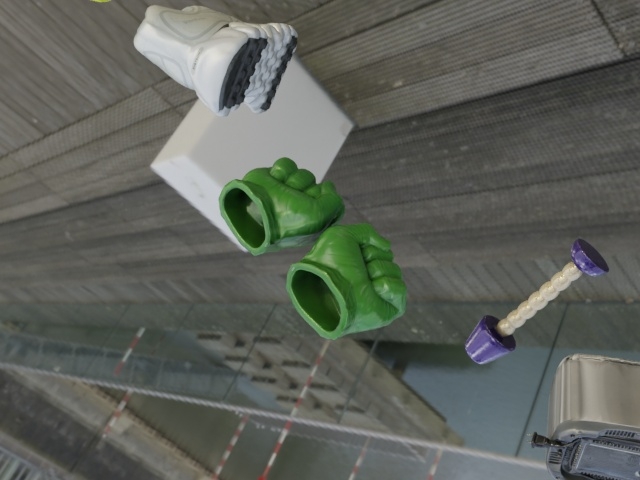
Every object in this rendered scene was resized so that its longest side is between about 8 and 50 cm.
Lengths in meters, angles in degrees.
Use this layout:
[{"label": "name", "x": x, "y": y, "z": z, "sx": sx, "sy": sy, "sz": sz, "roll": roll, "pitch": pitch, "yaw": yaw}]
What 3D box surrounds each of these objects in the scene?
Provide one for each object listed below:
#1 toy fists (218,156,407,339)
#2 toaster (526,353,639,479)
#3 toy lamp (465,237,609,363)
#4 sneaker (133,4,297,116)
[{"label": "toy fists", "x": 0.000, "y": 0.000, "z": 0.942, "sx": 0.279, "sy": 0.142, "sz": 0.096, "roll": 47, "pitch": 128, "yaw": 24}, {"label": "toaster", "x": 0.386, "y": 0.241, "z": 0.963, "sx": 0.227, "sy": 0.146, "sz": 0.129, "roll": 8, "pitch": 128, "yaw": 11}, {"label": "toy lamp", "x": 0.352, "y": 0.111, "z": 1.224, "sx": 0.080, "sy": 0.080, "sz": 0.274, "roll": 36, "pitch": 120, "yaw": -15}, {"label": "sneaker", "x": -0.103, "y": -0.206, "z": 0.802, "sx": 0.118, "sy": 0.110, "sz": 0.292, "roll": 25, "pitch": -168, "yaw": 4}]
